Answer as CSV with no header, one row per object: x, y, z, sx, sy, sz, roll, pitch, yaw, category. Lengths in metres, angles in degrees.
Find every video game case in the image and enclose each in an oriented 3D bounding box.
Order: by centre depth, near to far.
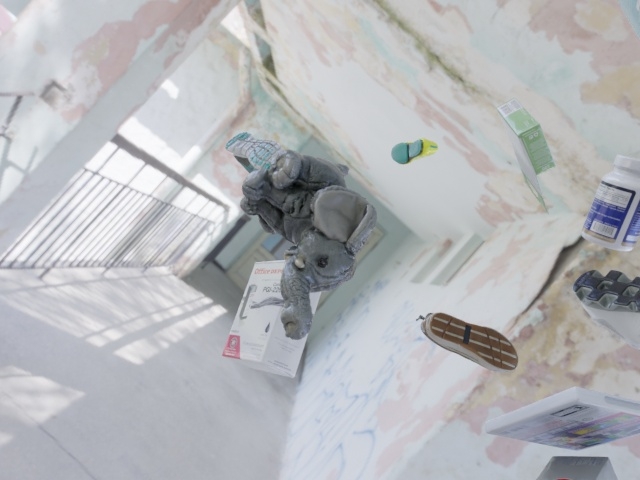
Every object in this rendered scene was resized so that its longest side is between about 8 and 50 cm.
0.383,0.272,0.779,0.183,0.023,0.201,16,-36,-15,video game case

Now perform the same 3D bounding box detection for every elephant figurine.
0.000,0.000,0.736,0.239,0.186,0.169,56,9,23,elephant figurine

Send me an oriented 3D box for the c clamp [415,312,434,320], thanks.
0.380,0.269,1.622,0.160,0.022,0.137,25,16,15,c clamp

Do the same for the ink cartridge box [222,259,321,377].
-0.095,0.154,1.069,0.092,0.218,0.158,33,-25,-33,ink cartridge box

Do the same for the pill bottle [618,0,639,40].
0.355,-0.241,0.467,0.146,0.146,0.264,43,39,-17,pill bottle

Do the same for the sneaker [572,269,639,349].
0.664,0.158,1.006,0.146,0.122,0.330,57,-11,-20,sneaker

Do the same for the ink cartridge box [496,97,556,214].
0.496,-0.198,1.219,0.235,0.056,0.171,53,19,-29,ink cartridge box

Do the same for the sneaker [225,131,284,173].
-0.103,-0.142,0.938,0.166,0.065,0.076,35,-18,46,sneaker

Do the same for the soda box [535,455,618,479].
0.322,0.403,0.697,0.286,0.091,0.098,-15,84,-46,soda box

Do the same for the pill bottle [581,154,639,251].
0.898,-0.113,1.545,0.153,0.265,0.153,12,19,-4,pill bottle

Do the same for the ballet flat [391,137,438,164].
0.312,-0.292,1.712,0.077,0.077,0.231,-1,2,-17,ballet flat

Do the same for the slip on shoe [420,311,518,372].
0.196,0.137,0.692,0.135,0.051,0.041,21,-23,-6,slip on shoe
